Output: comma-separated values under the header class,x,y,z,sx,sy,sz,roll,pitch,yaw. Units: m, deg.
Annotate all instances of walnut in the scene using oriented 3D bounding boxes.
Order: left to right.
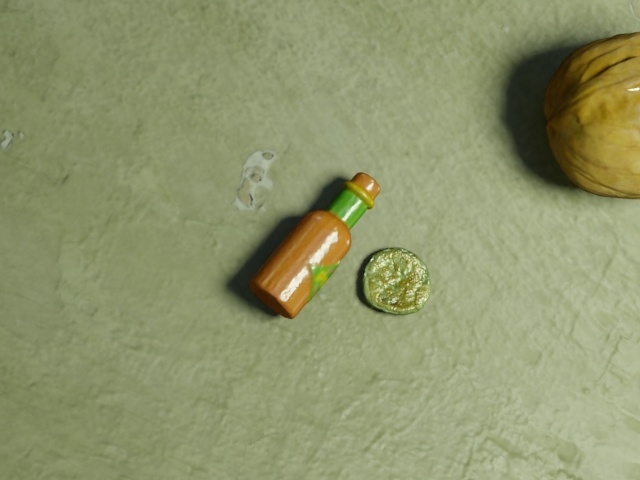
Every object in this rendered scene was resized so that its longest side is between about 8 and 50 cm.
class,x,y,z,sx,sy,sz,roll,pitch,yaw
walnut,0.364,-0.142,1.534,0.222,0.195,0.195,-5,79,-5

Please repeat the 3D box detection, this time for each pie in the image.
class,x,y,z,sx,sy,sz,roll,pitch,yaw
pie,0.089,0.048,1.549,0.084,0.021,0.084,1,76,-2

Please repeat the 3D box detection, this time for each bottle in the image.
class,x,y,z,sx,sy,sz,roll,pitch,yaw
bottle,0.000,0.000,1.525,0.069,0.069,0.187,38,78,3
